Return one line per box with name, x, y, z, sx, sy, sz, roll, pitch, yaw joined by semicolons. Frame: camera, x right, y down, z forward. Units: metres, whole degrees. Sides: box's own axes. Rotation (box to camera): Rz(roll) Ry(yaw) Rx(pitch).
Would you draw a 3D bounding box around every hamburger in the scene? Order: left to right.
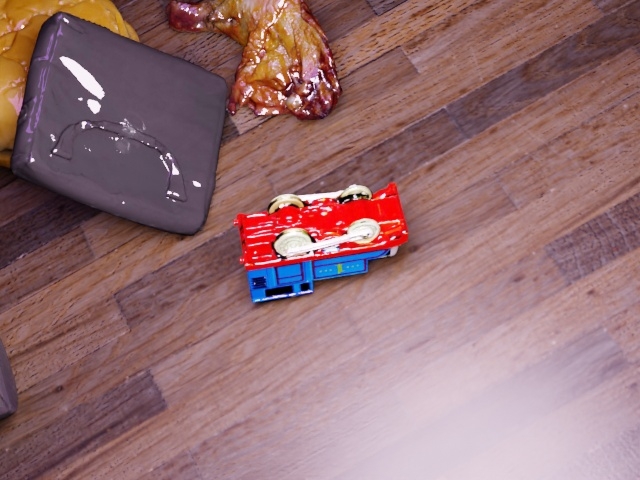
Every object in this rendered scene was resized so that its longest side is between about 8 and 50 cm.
hamburger;-0.393;-0.237;1.773;0.318;0.158;0.319;-4;57;6

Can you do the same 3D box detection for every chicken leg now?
chicken leg;-0.084;-0.269;1.760;0.177;0.083;0.322;-40;61;9

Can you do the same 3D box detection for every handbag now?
handbag;-0.258;-0.146;1.646;0.088;0.275;0.244;-24;53;49

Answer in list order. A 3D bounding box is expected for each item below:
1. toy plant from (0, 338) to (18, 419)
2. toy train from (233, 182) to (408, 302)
toy plant;-0.578;0.221;1.551;0.400;0.279;0.185;-20;15;-3
toy train;0.000;0.000;1.563;0.204;0.131;0.083;-9;54;-3
